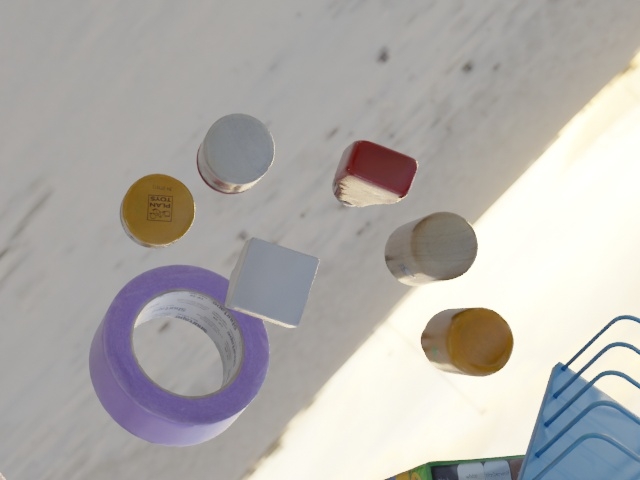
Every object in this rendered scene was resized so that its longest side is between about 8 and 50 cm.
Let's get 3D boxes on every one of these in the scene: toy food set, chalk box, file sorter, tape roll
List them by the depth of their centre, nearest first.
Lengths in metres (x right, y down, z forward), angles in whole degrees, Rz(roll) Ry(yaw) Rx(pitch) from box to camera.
[{"bbox_3d":[0.000,0.000,0.837,0.104,0.232,0.111,155,-47,-79],"label":"toy food set"},{"bbox_3d":[0.253,0.162,1.194,0.104,0.118,0.170,-51,-175,38],"label":"file sorter"},{"bbox_3d":[0.145,0.291,1.439,0.132,0.132,0.213,0,163,-25],"label":"chalk box"},{"bbox_3d":[-0.157,0.128,1.595,0.189,0.189,0.080,-47,177,-33],"label":"tape roll"}]

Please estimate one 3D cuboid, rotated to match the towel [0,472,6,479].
[{"bbox_3d":[-0.415,0.139,1.215,0.053,0.332,0.317,-23,166,-49],"label":"towel"}]
